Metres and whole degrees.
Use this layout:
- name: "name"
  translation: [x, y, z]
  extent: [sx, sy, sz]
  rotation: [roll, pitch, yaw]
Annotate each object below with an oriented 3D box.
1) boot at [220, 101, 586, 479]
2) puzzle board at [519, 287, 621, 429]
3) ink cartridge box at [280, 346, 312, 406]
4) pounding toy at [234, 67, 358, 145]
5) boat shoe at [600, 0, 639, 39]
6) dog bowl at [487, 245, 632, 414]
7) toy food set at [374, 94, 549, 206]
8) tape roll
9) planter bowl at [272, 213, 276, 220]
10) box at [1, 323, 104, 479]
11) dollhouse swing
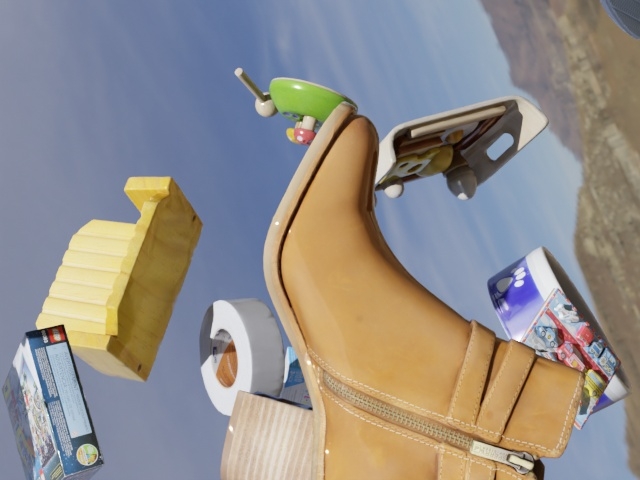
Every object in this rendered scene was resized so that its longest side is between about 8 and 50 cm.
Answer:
- name: "boot"
  translation: [0.067, 0.062, 0.623]
  extent: [0.109, 0.220, 0.283]
  rotation: [42, -119, -78]
- name: "puzzle board"
  translation: [0.269, 0.128, 1.013]
  extent: [0.128, 0.011, 0.096]
  rotation: [46, -114, -19]
- name: "ink cartridge box"
  translation: [0.017, 0.273, 1.851]
  extent: [0.061, 0.181, 0.104]
  rotation: [-97, 16, -53]
- name: "pounding toy"
  translation: [-0.051, -0.244, 1.867]
  extent: [0.183, 0.237, 0.110]
  rotation: [33, -107, -69]
- name: "boat shoe"
  translation: [0.503, -0.337, 1.373]
  extent: [0.302, 0.109, 0.094]
  rotation: [25, -154, -28]
- name: "dog bowl"
  translation: [0.374, 0.146, 1.472]
  extent: [0.265, 0.104, 0.265]
  rotation: [51, -162, -23]
- name: "toy food set"
  translation: [0.175, -0.107, 1.434]
  extent: [0.306, 0.220, 0.092]
  rotation: [-18, -105, -31]
- name: "tape roll"
  translation: [-0.151, 0.218, 1.764]
  extent: [0.072, 0.219, 0.219]
  rotation: [-2, -114, -32]
- name: "planter bowl"
  translation: [0.000, 0.000, 1.732]
  extent: [0.162, 0.162, 0.109]
  rotation: [-68, -29, -66]
- name: "box"
  translation: [-0.311, 0.208, 1.071]
  extent: [0.044, 0.233, 0.159]
  rotation: [-13, -107, -29]
- name: "dollhouse swing"
  translation: [-0.440, 0.058, 1.834]
  extent: [0.315, 0.305, 0.346]
  rotation: [68, -143, -65]
